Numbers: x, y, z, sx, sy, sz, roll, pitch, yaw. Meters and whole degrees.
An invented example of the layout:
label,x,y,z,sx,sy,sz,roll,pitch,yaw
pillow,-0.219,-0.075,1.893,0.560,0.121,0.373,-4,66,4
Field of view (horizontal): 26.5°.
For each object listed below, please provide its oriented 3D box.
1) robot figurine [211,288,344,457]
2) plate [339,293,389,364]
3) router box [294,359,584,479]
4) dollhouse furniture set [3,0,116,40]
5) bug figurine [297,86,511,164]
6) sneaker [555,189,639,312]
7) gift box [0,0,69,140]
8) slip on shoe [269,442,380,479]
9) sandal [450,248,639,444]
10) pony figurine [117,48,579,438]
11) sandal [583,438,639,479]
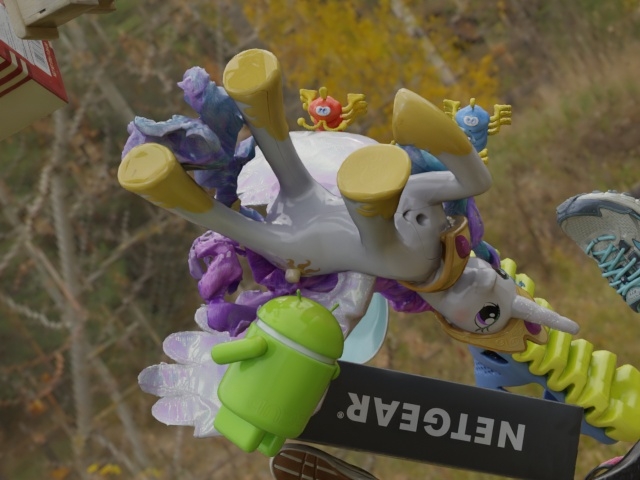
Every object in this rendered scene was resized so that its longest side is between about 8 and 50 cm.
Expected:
label,x,y,z,sx,sy,sz,roll,pitch,yaw
robot figurine,-0.027,0.089,0.932,0.101,0.067,0.115,23,-84,-50
plate,0.034,0.066,1.727,0.024,0.188,0.188,-12,-9,-35
router box,0.064,0.171,1.335,0.243,0.309,0.081,163,118,-73
dollhouse furniture set,-0.183,-0.209,0.945,0.101,0.161,0.182,-21,-3,26
bug figurine,0.110,-0.125,1.773,0.279,0.072,0.216,5,-27,15
sneaker,0.456,0.030,1.955,0.110,0.283,0.122,-36,32,49
gift box,-0.489,-0.222,1.704,0.258,0.255,0.276,-26,-30,12
slip on shoe,0.011,0.220,1.251,0.051,0.135,0.041,-64,18,10
sandal,0.214,0.132,1.497,0.138,0.317,0.126,-43,5,39
pony figurine,0.000,0.000,1.083,0.351,0.363,0.303,3,65,28
sandal,0.236,0.196,1.053,0.179,0.067,0.040,-35,4,-23
